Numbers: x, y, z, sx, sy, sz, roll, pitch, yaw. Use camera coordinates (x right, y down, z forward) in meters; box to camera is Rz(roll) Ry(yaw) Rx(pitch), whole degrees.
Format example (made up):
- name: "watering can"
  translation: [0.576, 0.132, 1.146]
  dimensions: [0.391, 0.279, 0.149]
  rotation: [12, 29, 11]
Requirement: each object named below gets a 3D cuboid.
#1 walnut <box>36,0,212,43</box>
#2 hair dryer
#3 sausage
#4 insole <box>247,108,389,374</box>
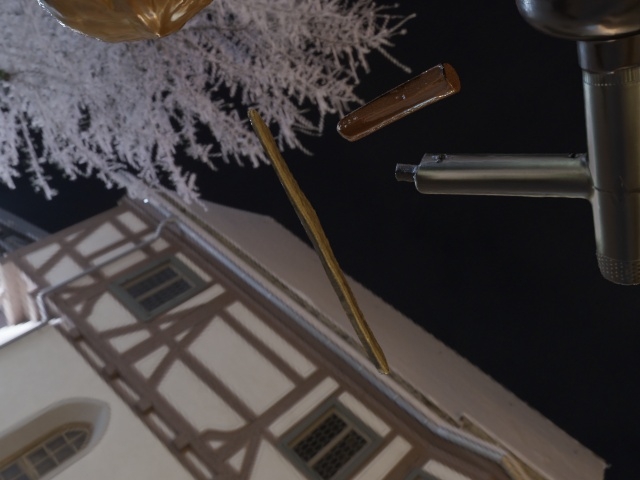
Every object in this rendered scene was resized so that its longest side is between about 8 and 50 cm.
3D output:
- name: "walnut"
  translation: [-0.193, -0.317, 0.618]
  dimensions: [0.225, 0.224, 0.261]
  rotation: [-24, -96, 51]
- name: "hair dryer"
  translation: [0.195, -0.106, 0.622]
  dimensions: [0.283, 0.156, 0.321]
  rotation: [3, -55, 18]
- name: "sausage"
  translation: [0.059, -0.107, 0.522]
  dimensions: [0.116, 0.026, 0.026]
  rotation: [-21, -82, 43]
- name: "insole"
  translation: [0.000, 0.000, 0.549]
  dimensions: [0.248, 0.011, 0.081]
  rotation: [63, 5, -2]
